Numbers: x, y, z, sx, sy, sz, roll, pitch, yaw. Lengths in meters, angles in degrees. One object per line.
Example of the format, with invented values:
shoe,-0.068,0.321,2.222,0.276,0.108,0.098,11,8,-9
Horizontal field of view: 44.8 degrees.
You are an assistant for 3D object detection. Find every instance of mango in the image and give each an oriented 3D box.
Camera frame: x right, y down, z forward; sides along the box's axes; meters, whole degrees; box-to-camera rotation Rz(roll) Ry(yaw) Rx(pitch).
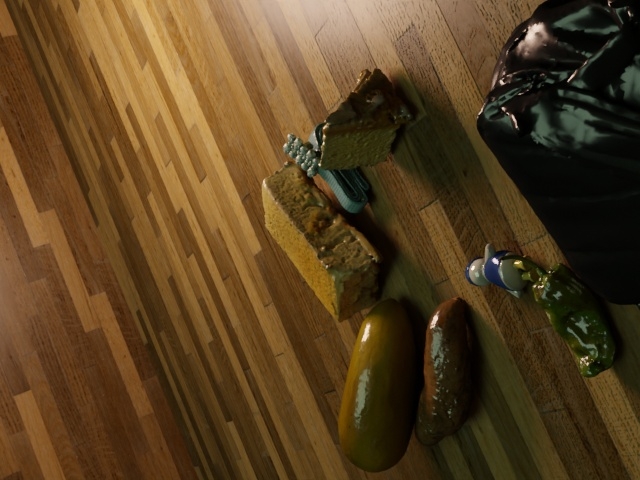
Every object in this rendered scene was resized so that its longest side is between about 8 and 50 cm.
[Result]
mango,0.107,0.283,1.425,0.143,0.195,0.331,8,119,13

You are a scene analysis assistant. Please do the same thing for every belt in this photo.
belt,0.019,-0.128,1.418,0.179,0.100,0.065,58,153,14

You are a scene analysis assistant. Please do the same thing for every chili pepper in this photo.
chili pepper,0.334,0.084,1.048,0.072,0.073,0.204,-30,93,42

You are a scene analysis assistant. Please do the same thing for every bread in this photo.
bread,0.055,-0.192,1.274,0.127,0.152,0.147,59,158,21
bread,0.000,0.000,1.478,0.274,0.114,0.184,50,161,26

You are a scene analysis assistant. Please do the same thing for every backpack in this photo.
backpack,0.372,-0.094,0.660,0.363,0.254,0.446,46,144,-23

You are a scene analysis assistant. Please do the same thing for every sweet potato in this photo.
sweet potato,0.216,0.263,1.337,0.114,0.092,0.341,-108,17,-55

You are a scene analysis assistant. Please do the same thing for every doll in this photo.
doll,0.263,0.046,1.158,0.098,0.058,0.143,54,154,-13
